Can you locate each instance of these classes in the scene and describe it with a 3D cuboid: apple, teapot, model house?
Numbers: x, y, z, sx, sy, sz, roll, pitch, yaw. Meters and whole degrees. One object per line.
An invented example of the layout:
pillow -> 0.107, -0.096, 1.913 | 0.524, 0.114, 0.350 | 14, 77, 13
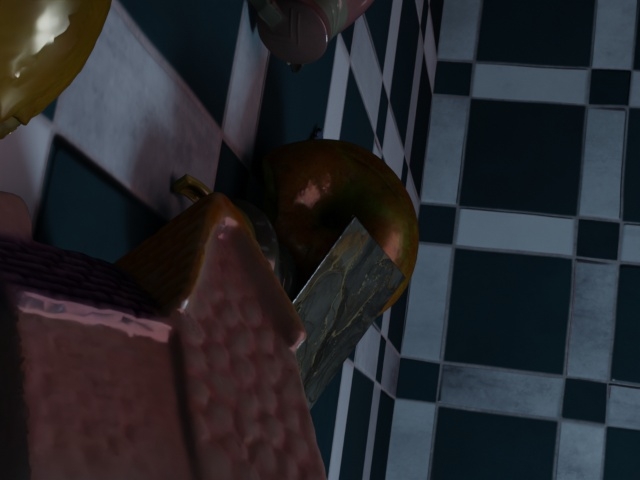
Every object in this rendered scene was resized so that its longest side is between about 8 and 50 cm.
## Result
apple -> 0.000, 0.000, 1.237 | 0.226, 0.246, 0.246 | 115, -13, -66
teapot -> -0.095, 0.013, 0.935 | 0.119, 0.130, 0.166 | 33, 29, -58
model house -> -0.150, 0.100, 0.618 | 0.236, 0.202, 0.238 | 15, 51, -43

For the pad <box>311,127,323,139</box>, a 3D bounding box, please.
pad -> -0.025, -0.006, 1.515 | 0.270, 0.012, 0.269 | -66, 158, -56

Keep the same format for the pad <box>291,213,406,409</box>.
pad -> -0.039, 0.157, 1.044 | 0.368, 0.007, 0.247 | -54, 157, -3

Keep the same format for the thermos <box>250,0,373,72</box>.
thermos -> 0.005, -0.338, 1.207 | 0.176, 0.145, 0.265 | 93, 16, -45

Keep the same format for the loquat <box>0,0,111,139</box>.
loquat -> -0.171, -0.152, 0.387 | 0.187, 0.176, 0.234 | 9, -63, 62
